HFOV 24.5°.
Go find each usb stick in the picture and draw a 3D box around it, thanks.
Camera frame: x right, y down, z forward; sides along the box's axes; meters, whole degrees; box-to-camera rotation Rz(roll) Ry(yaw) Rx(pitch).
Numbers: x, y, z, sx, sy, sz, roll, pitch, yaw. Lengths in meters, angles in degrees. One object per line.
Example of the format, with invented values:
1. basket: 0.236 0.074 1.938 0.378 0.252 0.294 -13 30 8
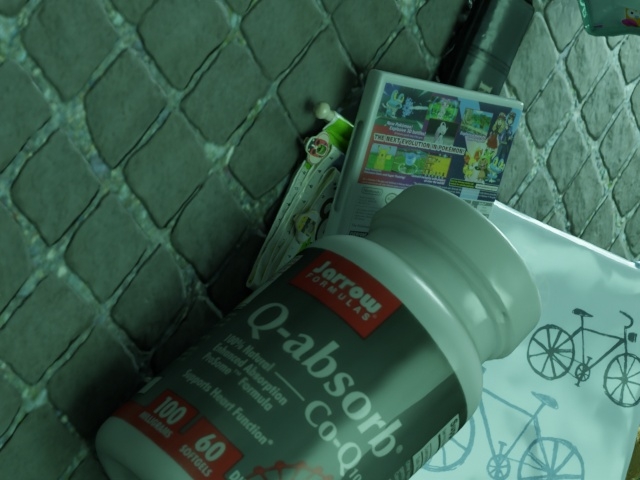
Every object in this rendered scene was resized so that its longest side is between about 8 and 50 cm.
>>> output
1. usb stick: 0.138 -0.126 1.471 0.077 0.045 0.278 24 89 -52

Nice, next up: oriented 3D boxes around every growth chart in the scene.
1. growth chart: 0.000 0.000 1.383 0.172 0.021 0.237 19 93 -55

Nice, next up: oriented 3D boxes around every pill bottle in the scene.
1. pill bottle: 0.005 0.126 1.260 0.363 0.210 0.210 -42 137 -20

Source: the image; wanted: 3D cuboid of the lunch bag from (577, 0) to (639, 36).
1. lunch bag: 0.362 -0.372 1.537 0.223 0.160 0.262 -39 124 -29

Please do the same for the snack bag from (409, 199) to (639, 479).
1. snack bag: 0.224 0.143 1.603 0.323 0.037 0.342 22 81 -24

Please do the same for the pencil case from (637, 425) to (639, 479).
1. pencil case: 0.444 0.299 2.018 0.133 0.119 0.306 -91 -174 -69

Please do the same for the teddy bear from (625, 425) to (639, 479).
1. teddy bear: 0.282 0.355 1.873 0.245 0.113 0.338 14 104 -47

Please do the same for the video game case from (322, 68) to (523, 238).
1. video game case: 0.099 -0.060 1.409 0.201 0.023 0.183 6 104 -42
